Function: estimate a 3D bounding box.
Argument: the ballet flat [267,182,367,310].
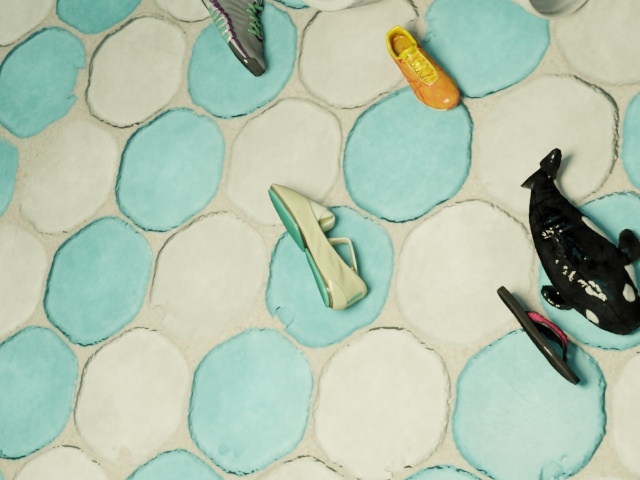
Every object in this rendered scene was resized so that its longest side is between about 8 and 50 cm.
[{"bbox_3d":[0.000,0.000,1.889,0.086,0.086,0.248,-34,61,12],"label":"ballet flat"}]

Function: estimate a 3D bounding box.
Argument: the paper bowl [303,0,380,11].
[{"bbox_3d":[0.047,-0.522,1.970,0.284,0.148,0.284,27,127,43],"label":"paper bowl"}]

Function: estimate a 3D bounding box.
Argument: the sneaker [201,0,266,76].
[{"bbox_3d":[-0.129,-0.382,2.093,0.098,0.083,0.223,-34,59,6],"label":"sneaker"}]

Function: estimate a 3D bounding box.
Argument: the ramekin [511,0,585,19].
[{"bbox_3d":[0.331,-0.444,1.813,0.109,0.207,0.207,33,88,41],"label":"ramekin"}]

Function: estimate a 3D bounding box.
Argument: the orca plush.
[{"bbox_3d":[0.355,-0.006,1.686,0.151,0.102,0.287,-19,63,20],"label":"orca plush"}]

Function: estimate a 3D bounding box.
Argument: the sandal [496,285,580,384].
[{"bbox_3d":[0.308,0.123,1.686,0.040,0.067,0.179,-33,56,-1],"label":"sandal"}]

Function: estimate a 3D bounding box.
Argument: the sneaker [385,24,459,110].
[{"bbox_3d":[0.154,-0.267,1.911,0.064,0.067,0.175,-42,60,5],"label":"sneaker"}]
